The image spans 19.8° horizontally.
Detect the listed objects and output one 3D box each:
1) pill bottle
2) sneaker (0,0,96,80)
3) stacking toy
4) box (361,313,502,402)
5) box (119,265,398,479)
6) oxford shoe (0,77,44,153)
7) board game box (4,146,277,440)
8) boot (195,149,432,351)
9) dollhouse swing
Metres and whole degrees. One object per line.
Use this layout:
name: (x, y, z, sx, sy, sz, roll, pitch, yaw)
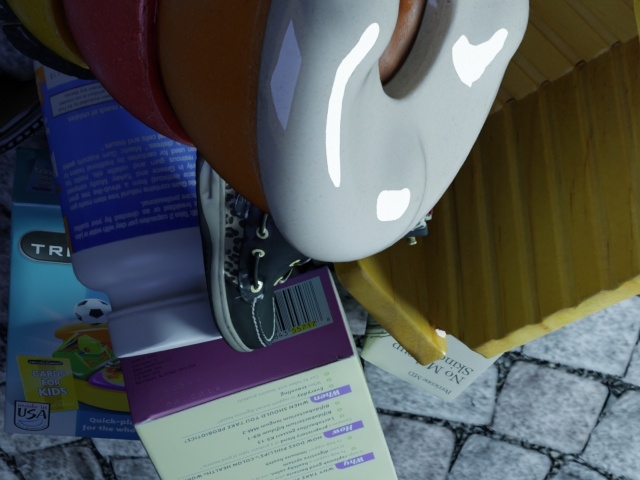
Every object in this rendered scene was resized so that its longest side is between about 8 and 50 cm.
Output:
pill bottle: (-0.149, -0.042, 1.575, 0.152, 0.152, 0.272, -13, 86, 25)
sneaker: (-0.107, -0.167, 1.460, 0.283, 0.122, 0.110, 30, 141, -2)
stacking toy: (-0.117, -0.209, 1.286, 0.480, 0.350, 0.350, 18, 138, 23)
box: (0.154, 0.028, 1.694, 0.113, 0.094, 0.275, 27, 133, -13)
box: (-0.056, 0.169, 1.767, 0.213, 0.117, 0.243, -18, 138, 1)
oxford shoe: (-0.315, -0.122, 1.689, 0.227, 0.083, 0.096, -24, 101, 19)
board game box: (-0.177, 0.065, 1.792, 0.254, 0.079, 0.336, 4, 136, -7)
boot: (0.000, 0.000, 1.450, 0.178, 0.085, 0.236, 0, 133, 7)
dollhouse swing: (0.107, -0.129, 1.438, 0.347, 0.315, 0.305, -27, 141, 34)
